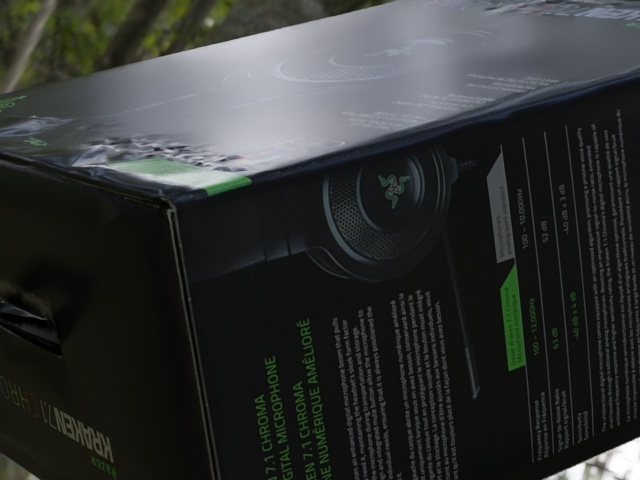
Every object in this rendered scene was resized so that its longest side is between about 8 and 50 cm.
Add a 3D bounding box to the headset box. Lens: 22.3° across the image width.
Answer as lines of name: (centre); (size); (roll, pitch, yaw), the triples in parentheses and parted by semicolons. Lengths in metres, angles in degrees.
headset box: (0.000, 0.000, 0.607); (0.246, 0.283, 0.131); (17, -61, 56)
